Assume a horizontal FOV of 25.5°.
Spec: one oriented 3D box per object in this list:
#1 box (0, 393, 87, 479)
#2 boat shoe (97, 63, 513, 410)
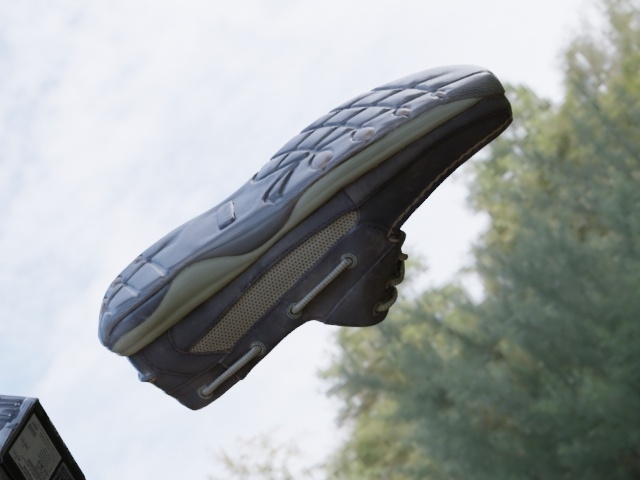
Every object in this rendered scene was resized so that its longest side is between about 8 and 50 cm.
[{"bbox_3d":[-0.316,0.265,1.332,0.076,0.243,0.307,-64,-35,-41],"label":"box"},{"bbox_3d":[0.000,0.000,1.067,0.355,0.130,0.132,-34,19,12],"label":"boat shoe"}]
